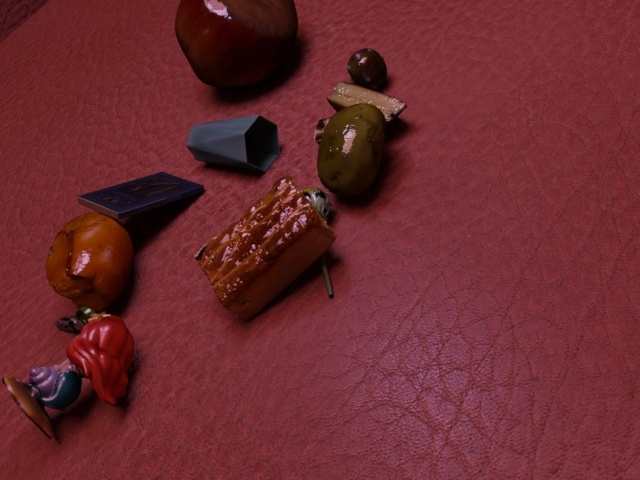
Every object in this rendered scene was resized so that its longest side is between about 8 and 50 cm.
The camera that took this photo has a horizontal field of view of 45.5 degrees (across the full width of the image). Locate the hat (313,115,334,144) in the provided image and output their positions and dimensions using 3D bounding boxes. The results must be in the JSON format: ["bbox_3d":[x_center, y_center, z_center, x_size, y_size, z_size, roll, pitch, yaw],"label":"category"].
[{"bbox_3d":[0.027,-0.272,1.949,0.077,0.059,0.076,-10,59,27],"label":"hat"}]

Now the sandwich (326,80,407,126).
[{"bbox_3d":[0.123,-0.326,1.935,0.090,0.088,0.244,-49,47,-11],"label":"sandwich"}]

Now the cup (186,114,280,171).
[{"bbox_3d":[-0.236,-0.262,2.034,0.235,0.148,0.134,9,78,40],"label":"cup"}]

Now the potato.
[{"bbox_3d":[0.072,-0.215,1.765,0.148,0.186,0.253,10,44,-3],"label":"potato"}]

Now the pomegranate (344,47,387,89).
[{"bbox_3d":[0.112,-0.448,2.055,0.142,0.114,0.114,-40,35,22],"label":"pomegranate"}]

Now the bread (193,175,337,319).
[{"bbox_3d":[-0.119,0.012,1.628,0.274,0.114,0.185,-41,50,4],"label":"bread"}]

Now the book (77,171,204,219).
[{"bbox_3d":[-0.466,-0.121,1.991,0.191,0.025,0.269,19,30,40],"label":"book"}]

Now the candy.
[{"bbox_3d":[0.000,0.000,1.671,0.091,0.083,0.305,-44,40,28],"label":"candy"}]

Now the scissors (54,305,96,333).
[{"bbox_3d":[-0.560,0.196,1.768,0.204,0.101,0.027,-5,29,46],"label":"scissors"}]

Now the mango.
[{"bbox_3d":[-0.557,0.043,1.855,0.199,0.201,0.350,11,27,-15],"label":"mango"}]

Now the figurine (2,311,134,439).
[{"bbox_3d":[-0.493,0.275,1.580,0.257,0.181,0.208,-38,1,-15],"label":"figurine"}]

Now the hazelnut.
[{"bbox_3d":[-0.259,-0.645,2.290,0.359,0.359,0.409,-9,35,20],"label":"hazelnut"}]
